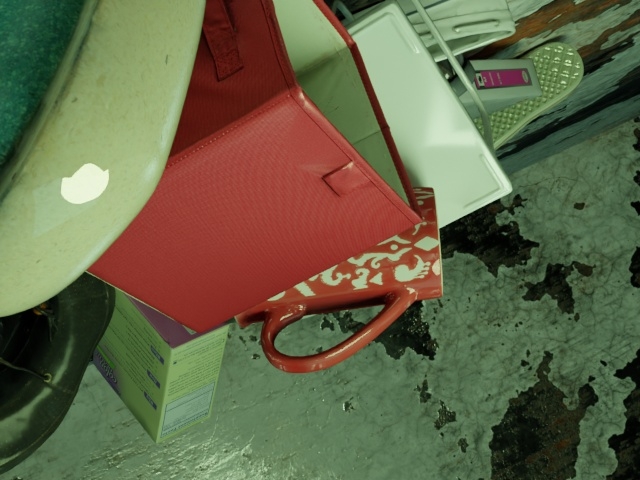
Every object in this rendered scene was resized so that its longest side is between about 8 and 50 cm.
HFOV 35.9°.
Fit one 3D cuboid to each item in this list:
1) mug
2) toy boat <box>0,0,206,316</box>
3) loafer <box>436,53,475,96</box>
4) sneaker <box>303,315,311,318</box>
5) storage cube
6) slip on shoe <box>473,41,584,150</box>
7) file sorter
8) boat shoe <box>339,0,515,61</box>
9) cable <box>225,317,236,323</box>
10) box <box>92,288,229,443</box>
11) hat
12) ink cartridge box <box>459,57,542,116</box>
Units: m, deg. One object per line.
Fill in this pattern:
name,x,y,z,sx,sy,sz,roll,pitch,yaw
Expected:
mug,0.015,0.026,0.816,0.169,0.150,0.113,-6,180,4
toy boat,-0.104,-0.133,0.418,0.148,0.267,0.318,28,128,-26
loafer,0.028,-0.165,1.163,0.303,0.095,0.109,-24,-154,20
sneaker,-0.139,0.041,1.428,0.319,0.127,0.208,9,173,9
storage cube,-0.071,-0.075,0.682,0.193,0.183,0.215,-27,147,15
slip on shoe,0.265,-0.204,1.585,0.331,0.123,0.101,-31,177,5
file sorter,0.003,-0.095,0.915,0.278,0.193,0.173,-28,-155,21
boat shoe,0.080,-0.196,1.012,0.258,0.084,0.095,-25,174,-3
cable,-0.187,-0.015,0.849,0.287,0.072,0.139,17,145,-13
box,-0.276,0.177,1.678,0.117,0.213,0.243,-22,142,-37
hat,-0.394,0.091,1.069,0.331,0.331,0.134,-21,-147,-40
ink cartridge box,0.154,-0.189,1.346,0.176,0.069,0.371,-17,-178,34
